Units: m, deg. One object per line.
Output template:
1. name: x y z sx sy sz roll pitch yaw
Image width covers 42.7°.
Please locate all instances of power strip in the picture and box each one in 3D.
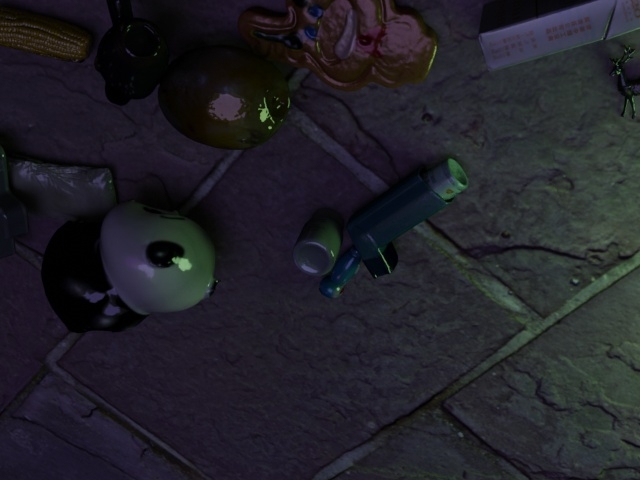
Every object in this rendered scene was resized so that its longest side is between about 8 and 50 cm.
1. power strip: -0.649 -0.076 1.631 0.193 0.059 0.265 34 132 32

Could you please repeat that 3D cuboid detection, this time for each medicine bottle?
1. medicine bottle: 0.000 0.000 1.512 0.080 0.130 0.080 7 122 11
2. medicine bottle: 0.156 -0.043 1.475 0.258 0.079 0.124 -37 103 30

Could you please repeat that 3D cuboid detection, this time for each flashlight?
1. flashlight: 0.041 0.060 1.591 0.051 0.051 0.129 28 121 -4

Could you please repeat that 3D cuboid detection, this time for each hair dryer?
1. hair dryer: -0.339 -0.403 1.354 0.120 0.303 0.360 -12 92 -18

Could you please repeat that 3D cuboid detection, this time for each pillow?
1. pillow: -0.514 -0.095 1.639 0.229 0.050 0.148 10 131 9

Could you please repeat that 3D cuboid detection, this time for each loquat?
1. loquat: -0.163 -0.238 1.376 0.227 0.179 0.179 9 125 25

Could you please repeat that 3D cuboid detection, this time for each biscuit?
1. biscuit: 0.027 -0.348 1.335 0.333 0.047 0.202 21 124 0

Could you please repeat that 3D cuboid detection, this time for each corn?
1. corn: -0.501 -0.364 1.451 0.203 0.072 0.072 14 124 4

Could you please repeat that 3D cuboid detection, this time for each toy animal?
1. toy animal: -0.353 0.054 1.576 0.309 0.251 0.251 -11 118 29

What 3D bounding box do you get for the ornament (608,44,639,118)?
1. ornament: 0.496 -0.253 1.284 0.073 0.028 0.125 -14 119 23

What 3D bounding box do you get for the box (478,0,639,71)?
1. box: 0.354 -0.332 1.197 0.233 0.149 0.067 -13 121 22
